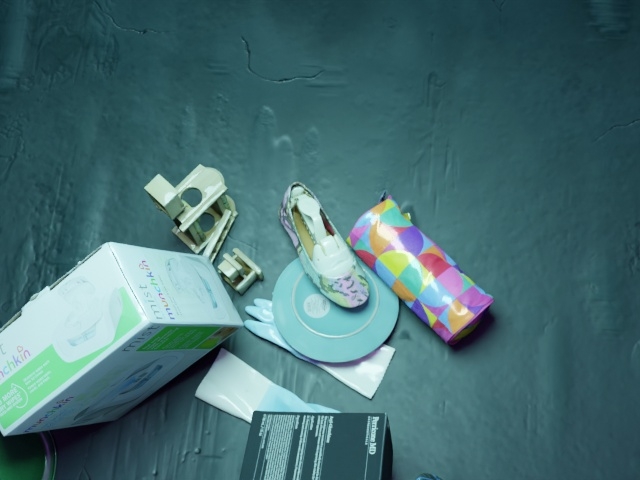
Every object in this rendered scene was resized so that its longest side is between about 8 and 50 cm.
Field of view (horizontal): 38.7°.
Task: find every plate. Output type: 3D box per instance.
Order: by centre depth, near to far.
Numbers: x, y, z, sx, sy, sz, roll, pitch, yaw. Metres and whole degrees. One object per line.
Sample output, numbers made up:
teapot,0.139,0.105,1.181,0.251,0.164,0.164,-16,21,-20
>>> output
plate,0.022,0.088,1.340,0.188,0.024,0.188,0,63,0

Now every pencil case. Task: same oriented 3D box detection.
pencil case,0.144,0.039,1.325,0.104,0.104,0.236,-39,75,-9

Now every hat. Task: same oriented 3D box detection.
hat,-0.473,0.312,1.223,0.173,0.183,0.208,13,73,7

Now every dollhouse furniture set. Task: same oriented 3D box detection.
dollhouse furniture set,-0.143,-0.027,1.319,0.161,0.182,0.101,41,78,15

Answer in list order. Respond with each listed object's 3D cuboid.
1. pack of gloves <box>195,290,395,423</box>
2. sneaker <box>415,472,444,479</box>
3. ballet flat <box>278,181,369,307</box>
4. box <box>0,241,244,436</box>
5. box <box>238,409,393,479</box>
pack of gloves,-0.037,0.188,1.313,0.232,0.046,0.195,26,76,11
sneaker,0.200,0.403,1.221,0.211,0.080,0.081,36,103,12
ballet flat,0.000,0.000,1.329,0.077,0.079,0.221,-22,56,-16
box,-0.278,0.129,1.206,0.262,0.231,0.126,-37,72,16
box,-0.010,0.348,1.145,0.184,0.103,0.261,-3,43,13
